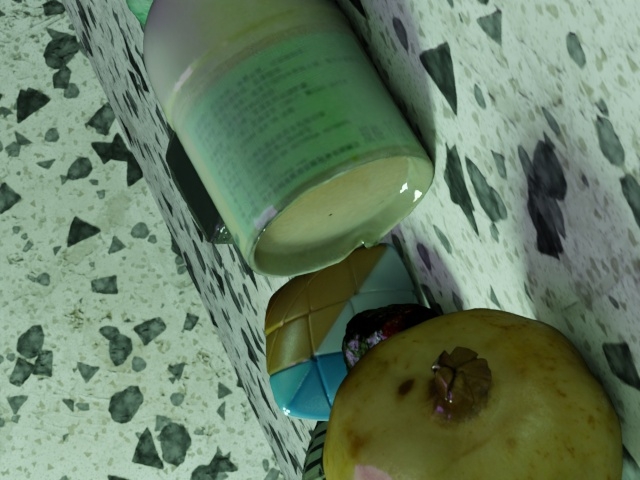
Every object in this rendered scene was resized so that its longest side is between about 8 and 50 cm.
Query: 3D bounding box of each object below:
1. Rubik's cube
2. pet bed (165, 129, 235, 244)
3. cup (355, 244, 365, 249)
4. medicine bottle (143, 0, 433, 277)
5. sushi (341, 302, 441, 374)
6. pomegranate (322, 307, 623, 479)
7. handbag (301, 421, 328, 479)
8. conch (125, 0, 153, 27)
[{"bbox_3d":[0.072,0.114,2.015,0.254,0.254,0.254,61,167,25],"label":"Rubik's cube"},{"bbox_3d":[-0.115,-0.111,2.359,0.211,0.159,0.183,57,139,31],"label":"pet bed"},{"bbox_3d":[0.009,-0.004,2.151,0.133,0.099,0.136,65,-166,4],"label":"cup"},{"bbox_3d":[-0.066,-0.185,1.770,0.406,0.235,0.236,60,166,22],"label":"medicine bottle"},{"bbox_3d":[0.117,0.180,1.896,0.126,0.136,0.225,9,123,50],"label":"sushi"},{"bbox_3d":[0.140,0.204,1.499,0.307,0.307,0.307,61,167,25],"label":"pomegranate"},{"bbox_3d":[0.105,0.383,2.119,0.325,0.162,0.327,-68,-45,-75],"label":"handbag"},{"bbox_3d":[-0.214,-0.349,2.383,0.176,0.122,0.188,25,143,41],"label":"conch"}]
